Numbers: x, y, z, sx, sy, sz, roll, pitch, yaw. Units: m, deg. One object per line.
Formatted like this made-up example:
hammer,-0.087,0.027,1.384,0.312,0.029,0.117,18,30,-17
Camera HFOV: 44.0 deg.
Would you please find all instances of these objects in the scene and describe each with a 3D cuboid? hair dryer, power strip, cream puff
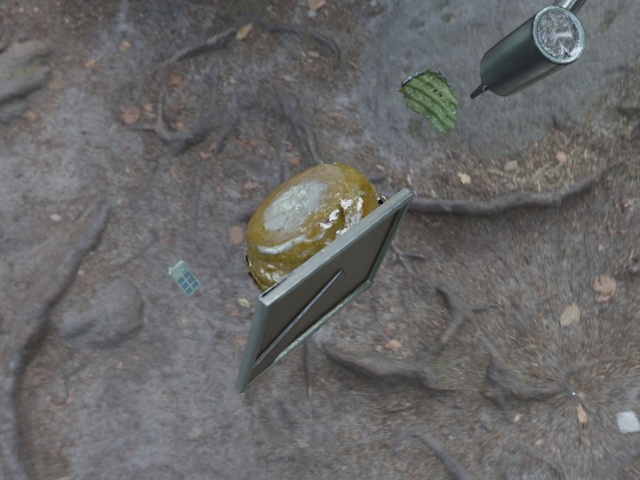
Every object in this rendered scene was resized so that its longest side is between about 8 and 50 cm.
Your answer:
hair dryer,0.322,-0.306,1.096,0.078,0.195,0.248,44,74,-8
power strip,-0.291,0.081,1.690,0.040,0.090,0.016,-45,45,-17
cream puff,0.000,0.000,0.823,0.165,0.115,0.150,-36,36,-4

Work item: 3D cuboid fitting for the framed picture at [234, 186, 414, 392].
framed picture,0.003,0.034,0.542,0.011,0.109,0.149,40,51,19

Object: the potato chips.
potato chips,0.230,-0.278,1.580,0.092,0.207,0.028,-40,49,17
